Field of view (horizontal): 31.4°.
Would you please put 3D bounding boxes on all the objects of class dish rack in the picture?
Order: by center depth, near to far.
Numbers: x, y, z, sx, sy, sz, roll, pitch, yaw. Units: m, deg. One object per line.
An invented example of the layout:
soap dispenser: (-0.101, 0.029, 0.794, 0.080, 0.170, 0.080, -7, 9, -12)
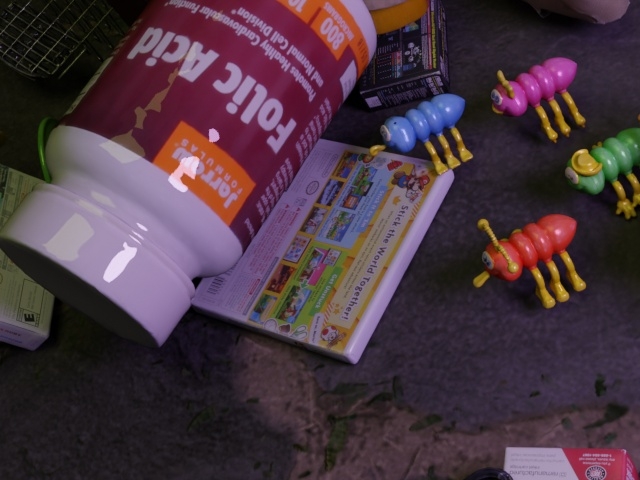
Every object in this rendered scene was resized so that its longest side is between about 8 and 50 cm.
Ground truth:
dish rack: (-0.313, -0.321, 1.520, 0.271, 0.074, 0.208, -49, 49, -9)

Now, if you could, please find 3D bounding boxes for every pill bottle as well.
pill bottle: (-0.131, -0.105, 1.137, 0.224, 0.224, 0.392, 19, 68, 36)

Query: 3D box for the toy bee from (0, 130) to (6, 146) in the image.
toy bee: (-0.460, -0.071, 1.360, 0.195, 0.162, 0.298, -41, 49, -6)

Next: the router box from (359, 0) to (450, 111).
router box: (0.092, -0.207, 1.248, 0.092, 0.038, 0.122, -12, 53, 20)

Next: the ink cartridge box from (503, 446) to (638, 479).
ink cartridge box: (0.189, 0.233, 0.877, 0.099, 0.056, 0.135, -4, 56, 24)

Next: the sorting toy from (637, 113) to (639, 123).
sorting toy: (0.382, -0.058, 0.870, 0.348, 0.047, 0.196, 27, 77, 45)

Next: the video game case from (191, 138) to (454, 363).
video game case: (0.000, 0.000, 1.160, 0.206, 0.026, 0.227, 15, 65, 34)

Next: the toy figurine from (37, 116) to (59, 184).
toy figurine: (-0.215, -0.076, 1.282, 0.159, 0.130, 0.173, -14, 74, 7)

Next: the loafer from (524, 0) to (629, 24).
loafer: (0.234, -0.289, 1.203, 0.102, 0.092, 0.268, -34, 33, 0)

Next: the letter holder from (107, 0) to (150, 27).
letter holder: (-0.169, -0.336, 1.296, 0.214, 0.302, 0.152, 33, 81, 32)

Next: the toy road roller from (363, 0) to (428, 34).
toy road roller: (0.077, -0.400, 1.270, 0.241, 0.202, 0.329, -23, 36, -5)

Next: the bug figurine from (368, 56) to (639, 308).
bug figurine: (0.185, -0.079, 1.071, 0.216, 0.072, 0.279, -31, 52, -6)

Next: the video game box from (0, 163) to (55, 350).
video game box: (-0.380, 0.002, 1.255, 0.048, 0.187, 0.205, -36, 41, 40)

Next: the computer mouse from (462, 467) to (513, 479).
computer mouse: (0.058, 0.254, 0.919, 0.242, 0.041, 0.071, -32, 39, 21)
